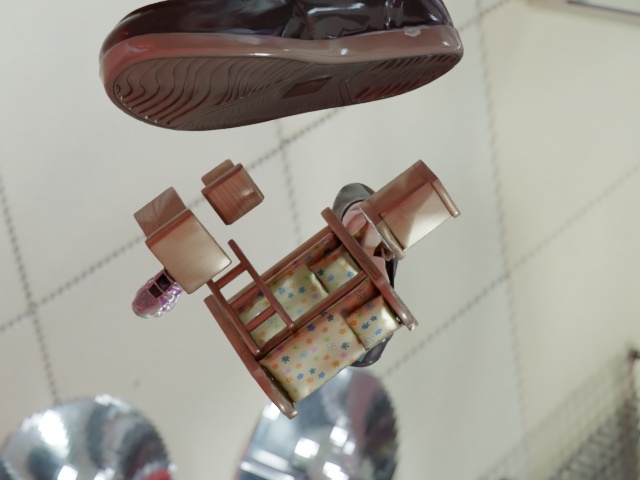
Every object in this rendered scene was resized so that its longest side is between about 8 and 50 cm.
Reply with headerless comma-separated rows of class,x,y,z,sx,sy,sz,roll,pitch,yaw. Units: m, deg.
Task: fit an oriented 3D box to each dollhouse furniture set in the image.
dollhouse furniture set,0.000,0.000,1.186,0.182,0.101,0.161,-37,131,0

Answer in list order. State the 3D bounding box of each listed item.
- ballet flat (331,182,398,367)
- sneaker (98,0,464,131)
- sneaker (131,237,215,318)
ballet flat,0.046,0.021,1.672,0.074,0.074,0.203,47,38,-48
sneaker,-0.034,-0.127,0.906,0.222,0.083,0.118,-9,71,-44
sneaker,-0.137,0.027,1.662,0.098,0.038,0.069,-40,158,-26
